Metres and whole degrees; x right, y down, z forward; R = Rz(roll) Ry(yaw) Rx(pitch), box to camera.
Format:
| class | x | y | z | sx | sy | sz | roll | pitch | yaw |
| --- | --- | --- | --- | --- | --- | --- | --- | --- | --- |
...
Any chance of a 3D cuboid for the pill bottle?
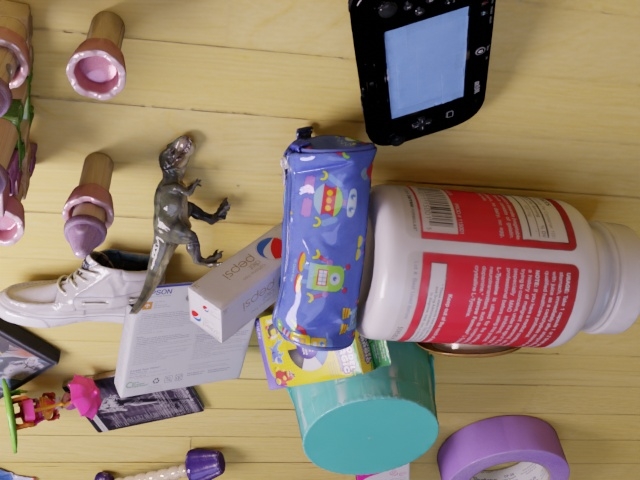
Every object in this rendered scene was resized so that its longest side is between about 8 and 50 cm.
| class | x | y | z | sx | sy | sz | roll | pitch | yaw |
| --- | --- | --- | --- | --- | --- | --- | --- | --- | --- |
| pill bottle | 0.259 | 0.044 | 1.130 | 0.408 | 0.229 | 0.229 | 5 | 132 | -11 |

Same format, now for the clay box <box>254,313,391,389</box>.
| class | x | y | z | sx | sy | sz | roll | pitch | yaw |
| --- | --- | --- | --- | --- | --- | --- | --- | --- | --- |
| clay box | 0.001 | 0.167 | 1.242 | 0.222 | 0.127 | 0.053 | -17 | 173 | 33 |

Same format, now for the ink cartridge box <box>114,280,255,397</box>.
| class | x | y | z | sx | sy | sz | roll | pitch | yaw |
| --- | --- | --- | --- | --- | --- | --- | --- | --- | --- |
| ink cartridge box | -0.212 | 0.145 | 1.231 | 0.224 | 0.045 | 0.223 | -2 | 124 | -35 |

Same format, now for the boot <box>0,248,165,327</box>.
| class | x | y | z | sx | sy | sz | roll | pitch | yaw |
| --- | --- | --- | --- | --- | --- | --- | --- | --- | --- |
| boot | -0.372 | 0.064 | 1.179 | 0.259 | 0.095 | 0.123 | 1 | 127 | -19 |

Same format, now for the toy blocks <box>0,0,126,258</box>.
| class | x | y | z | sx | sy | sz | roll | pitch | yaw |
| --- | --- | --- | --- | --- | --- | --- | --- | --- | --- |
| toy blocks | -0.396 | -0.111 | 0.885 | 0.309 | 0.260 | 0.288 | 7 | 132 | -13 |

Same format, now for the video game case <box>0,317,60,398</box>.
| class | x | y | z | sx | sy | sz | roll | pitch | yaw |
| --- | --- | --- | --- | --- | --- | --- | --- | --- | --- |
| video game case | -0.638 | 0.190 | 1.290 | 0.248 | 0.035 | 0.275 | -31 | 129 | 20 |

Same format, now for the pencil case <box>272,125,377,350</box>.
| class | x | y | z | sx | sy | sz | roll | pitch | yaw |
| --- | --- | --- | --- | --- | --- | --- | --- | --- | --- |
| pencil case | 0.000 | 0.000 | 1.049 | 0.133 | 0.119 | 0.305 | 1 | 104 | -17 |

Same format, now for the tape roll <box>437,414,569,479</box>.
| class | x | y | z | sx | sy | sz | roll | pitch | yaw |
| --- | --- | --- | --- | --- | --- | --- | --- | --- | --- |
| tape roll | 0.402 | 0.502 | 1.670 | 0.275 | 0.090 | 0.274 | -4 | 132 | -4 |

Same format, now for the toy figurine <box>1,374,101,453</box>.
| class | x | y | z | sx | sy | sz | roll | pitch | yaw |
| --- | --- | --- | --- | --- | --- | --- | --- | --- | --- |
| toy figurine | -0.474 | 0.296 | 1.343 | 0.159 | 0.130 | 0.173 | -9 | 167 | -25 |

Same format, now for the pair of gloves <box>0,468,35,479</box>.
| class | x | y | z | sx | sy | sz | roll | pitch | yaw |
| --- | --- | --- | --- | --- | --- | --- | --- | --- | --- |
| pair of gloves | -0.710 | 0.544 | 1.621 | 0.159 | 0.023 | 0.198 | 17 | 128 | -21 |

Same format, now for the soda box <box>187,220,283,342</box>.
| class | x | y | z | sx | sy | sz | roll | pitch | yaw |
| --- | --- | --- | --- | --- | --- | --- | --- | --- | --- |
| soda box | -0.094 | 0.054 | 1.119 | 0.069 | 0.216 | 0.073 | 31 | 138 | 26 |

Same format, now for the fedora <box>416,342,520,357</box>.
| class | x | y | z | sx | sy | sz | roll | pitch | yaw |
| --- | --- | --- | --- | --- | --- | --- | --- | --- | --- |
| fedora | 0.259 | 0.144 | 1.299 | 0.195 | 0.194 | 0.079 | -4 | 99 | -3 |

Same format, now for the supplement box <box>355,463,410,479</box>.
| class | x | y | z | sx | sy | sz | roll | pitch | yaw |
| --- | --- | --- | --- | --- | --- | --- | --- | --- | --- |
| supplement box | 0.129 | 0.489 | 1.610 | 0.111 | 0.113 | 0.220 | -6 | 134 | 0 |

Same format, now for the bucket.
| class | x | y | z | sx | sy | sz | roll | pitch | yaw |
| --- | --- | --- | --- | --- | --- | --- | --- | --- | --- |
| bucket | 0.079 | 0.283 | 1.362 | 0.282 | 0.183 | 0.281 | -4 | 133 | -4 |

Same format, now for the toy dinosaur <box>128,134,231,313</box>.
| class | x | y | z | sx | sy | sz | roll | pitch | yaw |
| --- | --- | --- | --- | --- | --- | --- | --- | --- | --- |
| toy dinosaur | -0.196 | -0.017 | 1.096 | 0.118 | 0.064 | 0.268 | 9 | 99 | -25 |

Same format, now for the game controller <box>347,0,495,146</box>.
| class | x | y | z | sx | sy | sz | roll | pitch | yaw |
| --- | --- | --- | --- | --- | --- | --- | --- | --- | --- |
| game controller | 0.126 | -0.221 | 0.917 | 0.167 | 0.067 | 0.319 | -10 | 155 | 4 |

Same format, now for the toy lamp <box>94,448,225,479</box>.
| class | x | y | z | sx | sy | sz | roll | pitch | yaw |
| --- | --- | --- | --- | --- | --- | --- | --- | --- | --- |
| toy lamp | -0.336 | 0.493 | 1.582 | 0.275 | 0.080 | 0.080 | -14 | 133 | 7 |

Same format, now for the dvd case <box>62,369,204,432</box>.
| class | x | y | z | sx | sy | sz | roll | pitch | yaw |
| --- | --- | --- | --- | --- | --- | --- | --- | --- | --- |
| dvd case | -0.353 | 0.298 | 1.437 | 0.222 | 0.018 | 0.164 | -13 | 134 | 5 |
